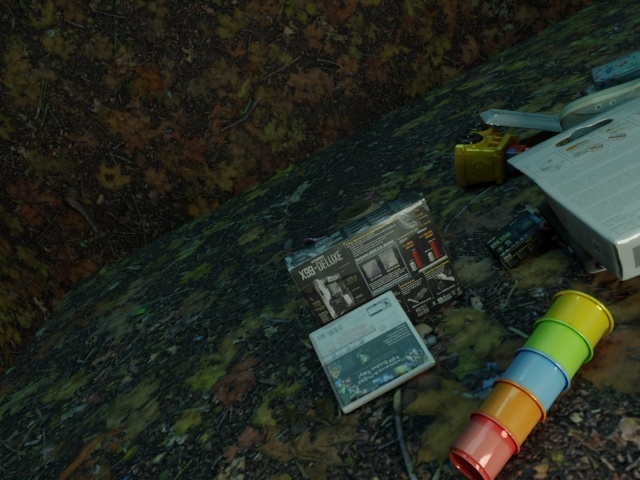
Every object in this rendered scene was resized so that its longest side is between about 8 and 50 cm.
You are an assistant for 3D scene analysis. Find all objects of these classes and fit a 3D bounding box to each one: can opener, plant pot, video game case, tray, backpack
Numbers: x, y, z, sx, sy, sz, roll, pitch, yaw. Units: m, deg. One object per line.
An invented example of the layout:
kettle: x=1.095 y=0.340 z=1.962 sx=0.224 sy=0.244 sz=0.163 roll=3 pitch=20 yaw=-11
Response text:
can opener: x=0.513 y=-0.028 z=0.968 sx=0.074 sy=0.093 sz=0.280 roll=-34 pitch=19 yaw=20
plant pot: x=0.125 y=-0.047 z=1.468 sx=0.237 sy=0.110 sz=0.237 roll=-25 pitch=21 yaw=10
video game case: x=0.093 y=0.208 z=0.922 sx=0.190 sy=0.022 sz=0.173 roll=-28 pitch=51 yaw=-1
tray: x=0.648 y=-0.380 z=1.518 sx=0.270 sy=0.030 sz=0.145 roll=8 pitch=26 yaw=5
backpack: x=0.864 y=-0.409 z=1.303 sx=0.253 sy=0.191 sz=0.225 roll=-8 pitch=27 yaw=31

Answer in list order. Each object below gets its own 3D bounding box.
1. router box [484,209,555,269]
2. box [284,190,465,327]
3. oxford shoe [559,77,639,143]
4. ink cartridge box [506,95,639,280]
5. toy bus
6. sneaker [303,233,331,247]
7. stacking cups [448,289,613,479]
router box: x=0.428 y=-0.003 z=1.044 sx=0.122 sy=0.038 sz=0.092 roll=-41 pitch=18 yaw=11
box: x=0.115 y=0.076 z=1.008 sx=0.307 sy=0.242 sz=0.076 roll=-29 pitch=21 yaw=1
oxford shoe: x=0.735 y=-0.290 z=1.031 sx=0.169 sy=0.130 sz=0.449 roll=11 pitch=-15 yaw=-30
ink cartridge box: x=0.567 y=-0.119 z=0.872 sx=0.308 sy=0.091 sz=0.385 roll=-26 pitch=27 yaw=8
toy bus: x=0.527 y=-0.262 z=1.446 sx=0.211 sy=0.149 sz=0.220 roll=5 pitch=34 yaw=34
sneaker: x=0.000 y=0.000 z=1.613 sx=0.119 sy=0.047 sz=0.057 roll=-6 pitch=22 yaw=29
stacking cups: x=0.301 y=0.201 z=0.688 sx=0.316 sy=0.096 sz=0.096 roll=-39 pitch=23 yaw=-26
